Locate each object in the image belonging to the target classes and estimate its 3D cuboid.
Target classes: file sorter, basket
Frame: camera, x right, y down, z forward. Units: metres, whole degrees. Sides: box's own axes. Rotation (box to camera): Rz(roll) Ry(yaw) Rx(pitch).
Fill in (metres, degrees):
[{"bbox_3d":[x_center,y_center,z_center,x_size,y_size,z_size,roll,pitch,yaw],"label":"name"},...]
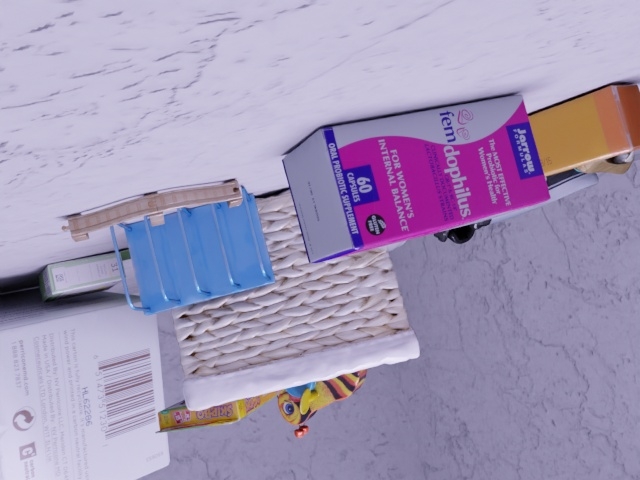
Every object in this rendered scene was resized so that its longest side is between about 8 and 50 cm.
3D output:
[{"bbox_3d":[-0.153,0.013,0.875,0.170,0.118,0.104,-14,175,-2],"label":"file sorter"},{"bbox_3d":[-0.052,0.075,1.100,0.331,0.266,0.328,-15,177,0],"label":"basket"}]

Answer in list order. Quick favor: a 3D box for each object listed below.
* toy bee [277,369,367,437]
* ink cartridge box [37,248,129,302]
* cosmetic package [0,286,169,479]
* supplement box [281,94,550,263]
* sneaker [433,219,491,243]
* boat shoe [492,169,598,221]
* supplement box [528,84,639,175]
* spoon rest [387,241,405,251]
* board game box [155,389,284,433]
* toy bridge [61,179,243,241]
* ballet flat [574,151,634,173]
[{"bbox_3d":[-0.023,0.335,1.564,0.298,0.162,0.195,-18,177,43],"label":"toy bee"},{"bbox_3d":[-0.364,0.052,1.265,0.235,0.056,0.171,-11,175,-28],"label":"ink cartridge box"},{"bbox_3d":[-0.534,0.276,1.322,0.394,0.329,0.327,0,-173,41],"label":"cosmetic package"},{"bbox_3d":[0.093,-0.060,0.701,0.220,0.111,0.114,-14,177,-23],"label":"supplement box"},{"bbox_3d":[0.222,-0.052,1.369,0.098,0.135,0.276,-15,179,-33],"label":"sneaker"},{"bbox_3d":[0.416,-0.115,1.425,0.306,0.104,0.113,-20,175,-19],"label":"boat shoe"},{"bbox_3d":[0.271,-0.116,0.882,0.233,0.078,0.080,-16,180,42],"label":"supplement box"},{"bbox_3d":[0.199,-0.052,1.654,0.084,0.137,0.276,33,146,-23],"label":"spoon rest"},{"bbox_3d":[-0.148,0.250,1.118,0.124,0.039,0.259,-11,179,13],"label":"board game box"},{"bbox_3d":[-0.175,-0.033,0.756,0.188,0.026,0.063,-14,175,-13],"label":"toy bridge"},{"bbox_3d":[0.586,-0.174,1.444,0.232,0.080,0.073,-14,163,-43],"label":"ballet flat"}]
